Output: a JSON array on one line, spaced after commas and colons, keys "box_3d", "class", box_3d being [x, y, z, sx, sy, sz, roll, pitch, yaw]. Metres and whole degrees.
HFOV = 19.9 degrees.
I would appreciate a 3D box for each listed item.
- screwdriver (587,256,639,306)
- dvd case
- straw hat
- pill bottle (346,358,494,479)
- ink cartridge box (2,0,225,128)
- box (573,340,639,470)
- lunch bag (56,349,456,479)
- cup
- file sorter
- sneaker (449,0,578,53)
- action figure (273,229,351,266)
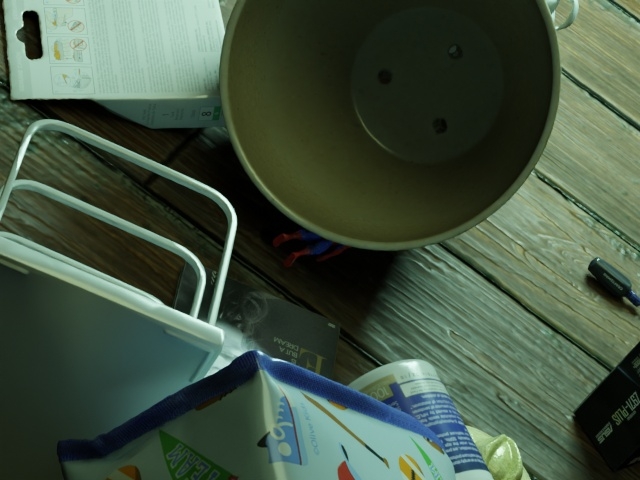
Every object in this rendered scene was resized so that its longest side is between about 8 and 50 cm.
[{"box_3d": [0.356, 0.080, 1.981, 0.170, 0.024, 0.025, 45, 72, 1], "class": "screwdriver"}, {"box_3d": [-0.068, 0.128, 1.658, 0.164, 0.018, 0.221, 23, 43, -13], "class": "dvd case"}, {"box_3d": [0.157, 0.215, 1.692, 0.144, 0.061, 0.144, 17, 45, -18], "class": "straw hat"}, {"box_3d": [0.090, 0.210, 1.615, 0.112, 0.112, 0.187, -6, 55, -36], "class": "pill bottle"}, {"box_3d": [-0.207, -0.193, 1.855, 0.224, 0.056, 0.181, -3, 52, -12], "class": "ink cartridge box"}, {"box_3d": [0.368, 0.141, 1.832, 0.180, 0.147, 0.077, -13, 61, -41], "class": "box"}, {"box_3d": [0.005, 0.296, 1.346, 0.385, 0.239, 0.328, 23, 49, -55], "class": "lunch bag"}, {"box_3d": [0.088, -0.159, 1.839, 0.331, 0.331, 0.237, 43, 10, 8], "class": "cup"}, {"box_3d": [-0.206, 0.076, 1.428, 0.192, 0.278, 0.173, 24, 39, -12], "class": "file sorter"}, {"box_3d": [0.115, -0.300, 2.024, 0.366, 0.210, 0.137, 41, 42, 6], "class": "sneaker"}, {"box_3d": [0.000, 0.000, 1.812, 0.115, 0.030, 0.038, -15, 67, -46], "class": "action figure"}]
